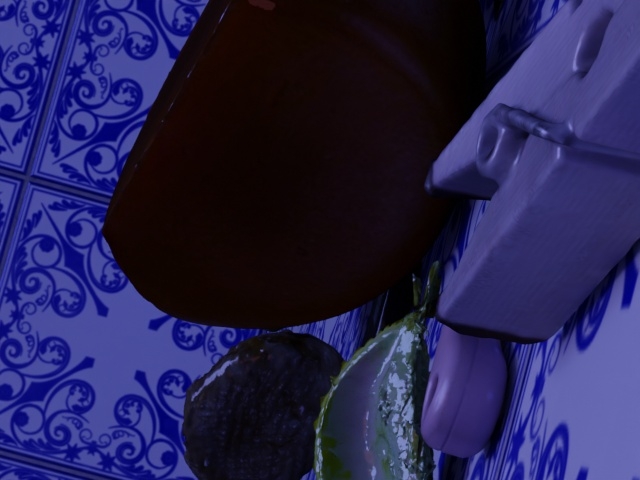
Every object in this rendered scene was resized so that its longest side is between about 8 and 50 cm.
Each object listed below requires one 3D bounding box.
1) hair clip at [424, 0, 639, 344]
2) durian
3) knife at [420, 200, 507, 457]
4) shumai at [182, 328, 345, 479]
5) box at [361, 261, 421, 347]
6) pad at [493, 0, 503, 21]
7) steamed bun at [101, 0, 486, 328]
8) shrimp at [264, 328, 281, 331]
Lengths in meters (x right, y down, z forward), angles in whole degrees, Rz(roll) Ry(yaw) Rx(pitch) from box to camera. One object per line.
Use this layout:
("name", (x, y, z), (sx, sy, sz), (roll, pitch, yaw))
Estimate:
("hair clip", (0.124, -0.050, 0.914), (0.331, 0.085, 0.101), (119, 164, -66))
("durian", (0.053, 0.124, 1.260), (0.100, 0.086, 0.215), (-29, 56, 54))
("knife", (0.105, 0.011, 1.263), (0.336, 0.043, 0.081), (-77, 5, -52))
("shumai", (-0.049, 0.152, 1.930), (0.153, 0.161, 0.209), (-75, 2, -55))
("box", (0.059, 0.063, 1.733), (0.126, 0.027, 0.125), (-97, 22, -80))
("pad", (0.180, -0.304, 1.641), (0.143, 0.003, 0.211), (-82, 8, -60))
("steamed bun", (-0.003, -0.092, 1.574), (0.379, 0.248, 0.235), (-56, 12, 40))
("shrimp", (0.000, 0.000, 1.948), (0.247, 0.085, 0.360), (-49, -5, 14))
